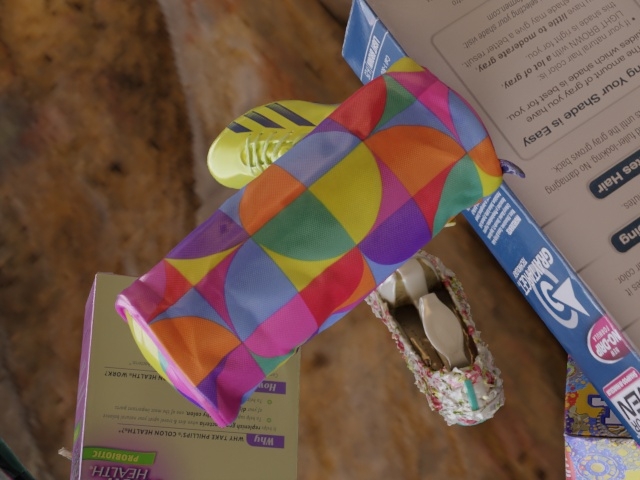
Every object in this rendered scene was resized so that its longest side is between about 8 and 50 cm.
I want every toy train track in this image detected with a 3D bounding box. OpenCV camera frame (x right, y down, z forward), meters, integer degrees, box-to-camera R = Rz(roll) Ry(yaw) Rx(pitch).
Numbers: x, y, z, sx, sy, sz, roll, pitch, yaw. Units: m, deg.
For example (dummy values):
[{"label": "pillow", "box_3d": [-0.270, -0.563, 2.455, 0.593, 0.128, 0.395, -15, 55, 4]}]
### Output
[{"label": "toy train track", "box_3d": [-0.309, 0.283, 1.798, 0.083, 0.048, 0.014, 37, -156, -45]}]

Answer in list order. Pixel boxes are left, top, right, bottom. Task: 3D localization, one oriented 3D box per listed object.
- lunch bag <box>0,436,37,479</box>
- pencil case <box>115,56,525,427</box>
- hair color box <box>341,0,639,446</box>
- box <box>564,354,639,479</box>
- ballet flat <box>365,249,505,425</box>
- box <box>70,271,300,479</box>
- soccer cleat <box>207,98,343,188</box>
[{"label": "lunch bag", "box_3d": [-0.322, 0.269, 1.258, 0.262, 0.160, 0.223, 45, 166, 30]}, {"label": "pencil case", "box_3d": [0.000, 0.000, 0.784, 0.104, 0.236, 0.104, 50, 170, 12]}, {"label": "hair color box", "box_3d": [0.184, -0.053, 0.911, 0.347, 0.174, 0.105, 54, 165, 13]}, {"label": "box", "box_3d": [0.295, 0.161, 1.123, 0.279, 0.177, 0.290, -74, -20, -50]}, {"label": "ballet flat", "box_3d": [0.098, 0.063, 1.244, 0.241, 0.091, 0.077, 57, 170, 45]}, {"label": "box", "box_3d": [-0.137, 0.172, 1.403, 0.213, 0.243, 0.117, 6, 159, -13]}, {"label": "soccer cleat", "box_3d": [-0.015, -0.098, 1.481, 0.121, 0.289, 0.093, -44, -58, -51]}]
